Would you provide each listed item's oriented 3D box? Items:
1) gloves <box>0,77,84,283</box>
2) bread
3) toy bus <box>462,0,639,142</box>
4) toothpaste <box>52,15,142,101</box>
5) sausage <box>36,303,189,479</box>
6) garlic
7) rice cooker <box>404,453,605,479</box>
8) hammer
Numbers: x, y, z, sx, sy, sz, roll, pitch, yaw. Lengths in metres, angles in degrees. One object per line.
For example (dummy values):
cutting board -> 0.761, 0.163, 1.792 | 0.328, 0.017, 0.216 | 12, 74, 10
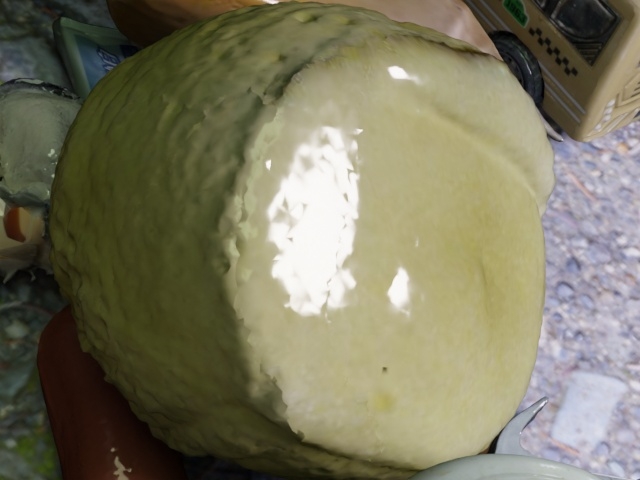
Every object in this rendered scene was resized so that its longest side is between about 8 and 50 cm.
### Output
gloves -> -0.213, -0.044, 1.022 | 0.114, 0.070, 0.153 | -3, 58, 0
bread -> -0.008, 0.002, 0.927 | 0.320, 0.237, 0.320 | 7, 79, -39
toy bus -> 0.169, -0.271, 1.197 | 0.177, 0.202, 0.365 | -29, 68, -28
toothpaste -> -0.131, -0.054, 1.069 | 0.069, 0.047, 0.268 | -13, 58, -10
sausage -> -0.128, 0.123, 0.933 | 0.077, 0.077, 0.194 | -8, 59, -20
garlic -> 0.000, -0.157, 1.100 | 0.338, 0.151, 0.196 | 21, 25, -18
rice cooker -> 0.083, 0.235, 0.808 | 0.226, 0.244, 0.226 | 6, 68, -16
hammer -> 0.231, 0.169, 1.027 | 0.246, 0.029, 0.103 | 9, 56, -11
